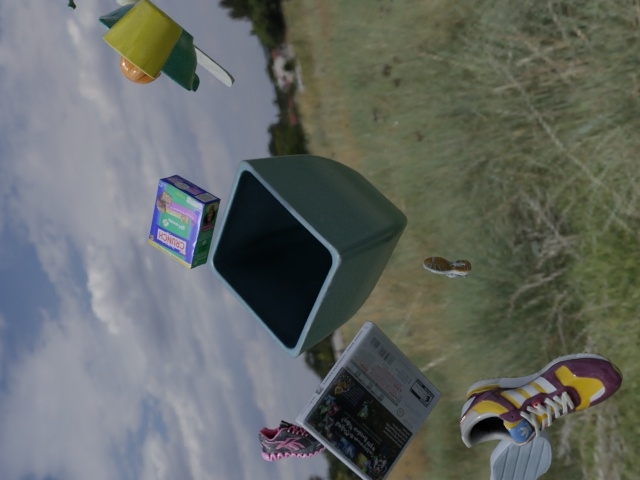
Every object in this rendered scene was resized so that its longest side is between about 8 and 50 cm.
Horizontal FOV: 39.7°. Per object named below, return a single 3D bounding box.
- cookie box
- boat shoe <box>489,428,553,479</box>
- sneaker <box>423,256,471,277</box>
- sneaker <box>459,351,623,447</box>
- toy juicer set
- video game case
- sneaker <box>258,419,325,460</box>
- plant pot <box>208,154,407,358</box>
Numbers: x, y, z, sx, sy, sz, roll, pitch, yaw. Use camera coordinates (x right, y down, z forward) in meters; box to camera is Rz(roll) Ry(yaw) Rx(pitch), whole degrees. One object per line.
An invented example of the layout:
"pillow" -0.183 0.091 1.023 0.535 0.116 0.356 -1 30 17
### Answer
"cookie box" -0.199 -0.027 1.286 0.040 0.092 0.107 -22 -46 -52
"boat shoe" 0.287 0.324 1.321 0.226 0.083 0.075 100 180 -46
"sneaker" 0.218 0.051 1.537 0.037 0.083 0.032 91 -172 -60
"sneaker" 0.240 0.183 0.968 0.069 0.185 0.084 53 -146 -19
"toy juicer set" -0.231 -0.251 1.058 0.209 0.089 0.329 39 -174 3
"video game case" 0.074 0.236 1.261 0.190 0.173 0.022 47 162 -32
"sneaker" -0.041 0.297 1.343 0.047 0.119 0.057 -64 -42 -67
"plant pot" 0.000 0.000 1.516 0.247 0.252 0.247 44 133 24
